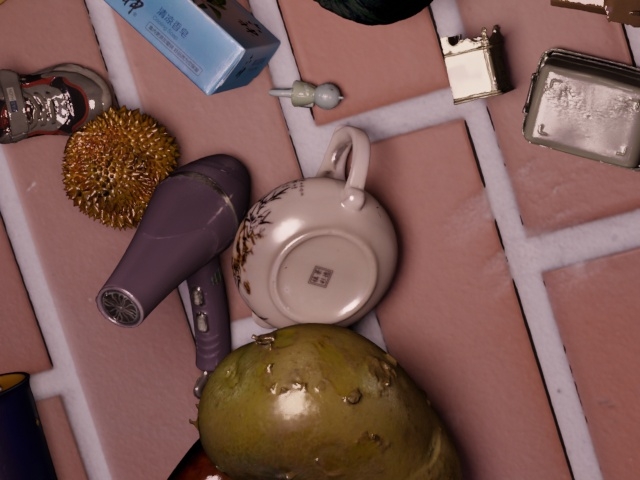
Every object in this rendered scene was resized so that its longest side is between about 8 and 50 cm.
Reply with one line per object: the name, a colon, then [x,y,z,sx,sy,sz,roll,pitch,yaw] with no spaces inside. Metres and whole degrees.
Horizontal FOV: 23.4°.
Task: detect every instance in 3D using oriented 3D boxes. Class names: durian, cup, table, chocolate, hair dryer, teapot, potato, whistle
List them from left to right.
cup: [-0.466,0.327,2.163,0.178,0.255,0.256,-18,99,-18]
durian: [-0.261,-0.097,1.999,0.137,0.168,0.158,18,82,37]
hair dryer: [-0.164,0.096,1.978,0.121,0.301,0.361,7,127,22]
chocolate: [-0.122,0.341,2.038,0.177,0.177,0.176,3,102,16]
whistle: [-0.017,-0.186,1.966,0.100,0.035,0.035,6,102,17]
teapot: [0.000,0.000,1.946,0.208,0.166,0.299,22,99,-10]
potato: [0.030,0.245,1.910,0.359,0.219,0.270,32,144,-17]
table: [0.191,-0.214,1.875,0.062,0.079,0.083,-11,96,20]

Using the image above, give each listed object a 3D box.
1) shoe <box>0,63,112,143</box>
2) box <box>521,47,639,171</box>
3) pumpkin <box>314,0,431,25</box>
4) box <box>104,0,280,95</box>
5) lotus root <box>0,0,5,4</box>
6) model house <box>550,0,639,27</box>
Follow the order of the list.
shoe: [-0.393,-0.179,2.035,0.228,0.125,0.099,-3,97,19]
box: [0.325,-0.152,1.839,0.172,0.093,0.124,15,105,14]
pumpkin: [0.066,-0.390,1.824,0.248,0.248,0.248,3,102,16]
box: [-0.176,-0.290,1.936,0.232,0.142,0.083,42,109,6]
lotus root: [-0.530,-0.373,2.030,0.303,0.131,0.146,16,109,16]
model house: [0.396,-0.323,1.738,0.248,0.181,0.176,13,105,16]
